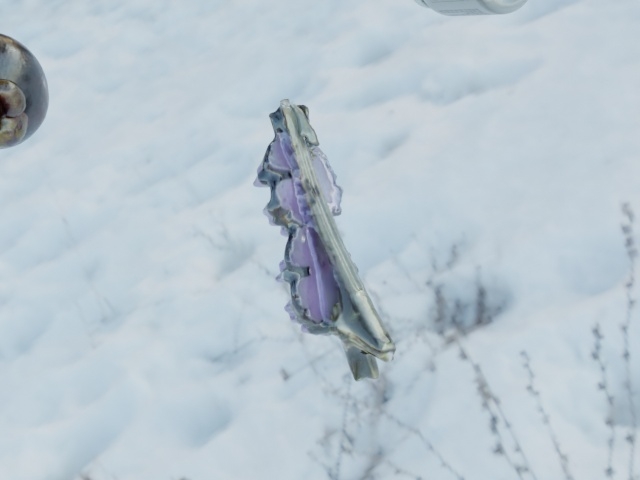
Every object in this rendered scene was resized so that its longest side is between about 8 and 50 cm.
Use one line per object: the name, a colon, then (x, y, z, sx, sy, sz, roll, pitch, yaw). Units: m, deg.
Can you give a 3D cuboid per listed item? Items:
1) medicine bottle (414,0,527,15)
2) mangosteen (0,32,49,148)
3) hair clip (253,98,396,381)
medicine bottle: (0.145, -0.263, 1.333, 0.079, 0.079, 0.140, -40, 22, -16)
mangosteen: (-0.337, -0.145, 1.356, 0.140, 0.140, 0.140, -21, 33, 14)
hair clip: (0.000, 0.000, 1.328, 0.106, 0.292, 0.084, -11, -11, -38)
